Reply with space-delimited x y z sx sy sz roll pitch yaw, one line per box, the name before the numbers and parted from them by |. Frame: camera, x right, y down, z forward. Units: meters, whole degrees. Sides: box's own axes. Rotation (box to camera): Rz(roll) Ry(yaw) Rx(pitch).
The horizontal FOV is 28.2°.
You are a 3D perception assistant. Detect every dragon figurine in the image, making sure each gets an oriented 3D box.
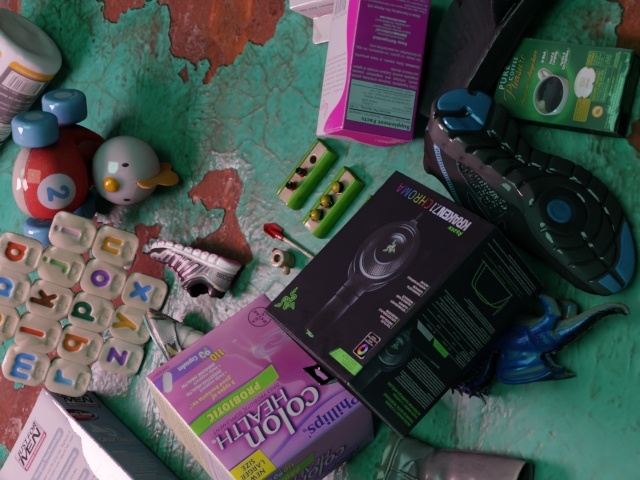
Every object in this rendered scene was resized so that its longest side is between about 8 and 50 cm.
dragon figurine | 0.273 0.142 1.634 0.289 0.085 0.144 -2 83 36

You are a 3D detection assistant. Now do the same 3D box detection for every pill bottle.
pill bottle | -0.597 -0.261 2.257 0.278 0.162 0.162 -47 60 20

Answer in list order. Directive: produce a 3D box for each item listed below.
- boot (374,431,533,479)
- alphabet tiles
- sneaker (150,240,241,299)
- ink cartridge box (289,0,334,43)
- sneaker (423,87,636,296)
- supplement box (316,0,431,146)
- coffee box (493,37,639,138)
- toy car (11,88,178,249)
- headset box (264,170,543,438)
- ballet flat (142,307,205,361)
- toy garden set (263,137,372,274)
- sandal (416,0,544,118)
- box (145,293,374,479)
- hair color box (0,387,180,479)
boot | 0.168 0.357 1.694 0.208 0.076 0.190 14 93 29
alphabet tiles | -0.396 0.103 2.022 0.284 0.278 0.021 -69 21 7
sneaker | -0.205 0.049 1.997 0.170 0.063 0.075 14 85 31
ink cartridge box | 0.017 -0.403 1.904 0.115 0.067 0.198 -7 80 34
sneaker | 0.269 -0.050 1.663 0.341 0.125 0.140 48 152 18
supplement box | 0.074 -0.249 1.792 0.111 0.114 0.220 -178 97 -71
coffee box | 0.321 -0.203 1.677 0.184 0.040 0.113 12 88 35
toy car | -0.350 -0.107 2.048 0.238 0.210 0.219 6 116 14
headset box | 0.094 0.082 1.636 0.283 0.131 0.246 -46 33 -4
ballet flat | -0.199 0.192 1.976 0.079 0.077 0.221 -28 72 9
toy garden set | 0.000 0.000 1.869 0.204 0.049 0.244 -52 58 18
sandal | 0.233 -0.367 1.695 0.446 0.107 0.167 -64 32 10
box | -0.084 0.235 1.788 0.213 0.117 0.243 -35 57 -19
hair color box | -0.334 0.412 2.006 0.374 0.113 0.185 37 104 32
